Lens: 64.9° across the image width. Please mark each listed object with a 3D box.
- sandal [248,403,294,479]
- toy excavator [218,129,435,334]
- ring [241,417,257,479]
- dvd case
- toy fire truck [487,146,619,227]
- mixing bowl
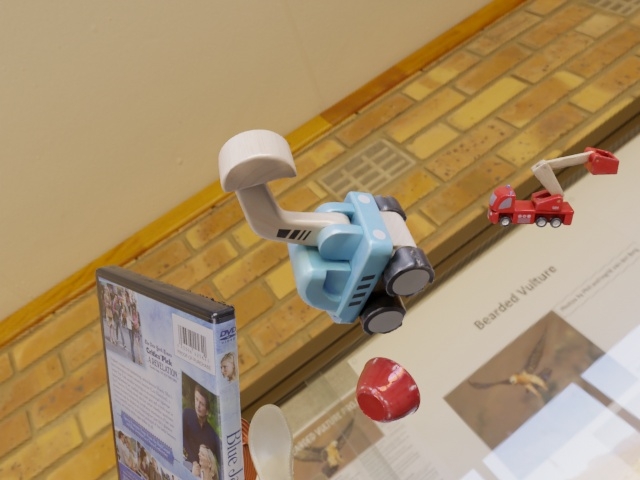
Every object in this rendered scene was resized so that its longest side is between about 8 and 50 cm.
[{"bbox_3d":[-0.089,0.439,0.955,0.088,0.240,0.079,-1,-49,-22],"label":"sandal"},{"bbox_3d":[0.000,0.000,1.024,0.446,0.222,0.432,2,-45,-20],"label":"toy excavator"},{"bbox_3d":[-0.268,0.594,1.224,0.337,0.032,0.336,-10,-78,-50],"label":"ring"},{"bbox_3d":[-0.127,0.156,0.420,0.022,0.181,0.252,-14,-72,-45],"label":"dvd case"},{"bbox_3d":[0.397,-0.092,0.877,0.192,0.047,0.135,2,-61,8],"label":"toy fire truck"},{"bbox_3d":[0.161,0.411,1.332,0.098,0.182,0.181,-29,-37,-45],"label":"mixing bowl"}]
